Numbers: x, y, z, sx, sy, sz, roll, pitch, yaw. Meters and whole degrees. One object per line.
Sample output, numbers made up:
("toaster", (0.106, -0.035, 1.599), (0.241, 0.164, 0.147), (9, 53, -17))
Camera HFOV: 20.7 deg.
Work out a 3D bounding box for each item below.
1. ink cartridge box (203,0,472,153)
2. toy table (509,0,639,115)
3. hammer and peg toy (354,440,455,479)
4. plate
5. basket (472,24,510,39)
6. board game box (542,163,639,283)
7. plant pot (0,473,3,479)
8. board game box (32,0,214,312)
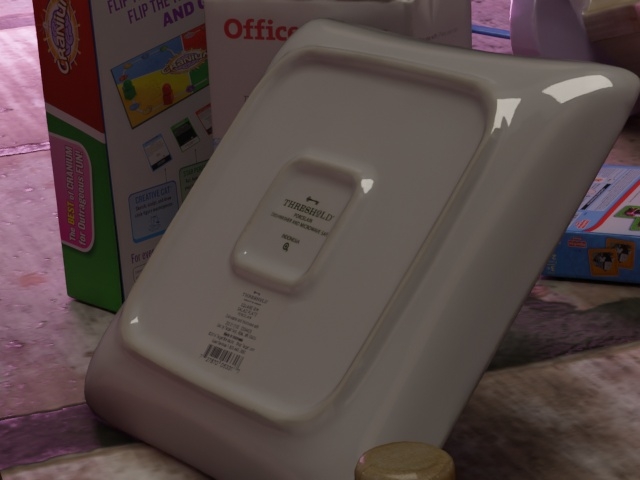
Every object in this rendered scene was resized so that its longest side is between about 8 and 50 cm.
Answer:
("ink cartridge box", (0.015, -0.061, 1.135), (0.154, 0.212, 0.093), (6, 19, 31))
("toy table", (0.299, -0.206, 1.513), (0.161, 0.252, 0.274), (-10, 22, 41))
("hammer and peg toy", (0.148, 0.173, 0.523), (0.265, 0.127, 0.361), (-5, 18, -7))
("plate", (0.000, 0.000, 0.932), (0.045, 0.278, 0.277), (38, -12, -38))
("basket", (0.262, -0.311, 1.812), (0.289, 0.255, 0.201), (17, 22, 4))
("board game box", (0.268, -0.010, 1.199), (0.211, 0.039, 0.160), (4, 20, 26))
("plant pot", (-0.252, 0.064, 0.751), (0.237, 0.254, 0.237), (-3, 17, 1))
("board game box", (-0.082, -0.136, 1.224), (0.064, 0.317, 0.242), (13, 24, 43))
